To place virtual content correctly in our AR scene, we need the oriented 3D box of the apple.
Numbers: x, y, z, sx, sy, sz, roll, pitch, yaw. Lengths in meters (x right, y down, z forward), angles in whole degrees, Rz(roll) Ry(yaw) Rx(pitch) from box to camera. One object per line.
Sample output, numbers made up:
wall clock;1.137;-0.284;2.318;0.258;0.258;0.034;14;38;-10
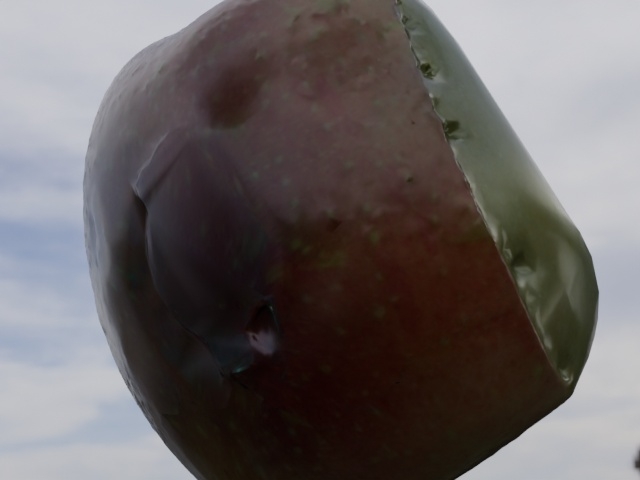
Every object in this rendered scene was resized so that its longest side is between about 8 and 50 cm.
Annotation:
apple;0.000;0.000;0.561;0.174;0.188;0.207;-35;2;-13
